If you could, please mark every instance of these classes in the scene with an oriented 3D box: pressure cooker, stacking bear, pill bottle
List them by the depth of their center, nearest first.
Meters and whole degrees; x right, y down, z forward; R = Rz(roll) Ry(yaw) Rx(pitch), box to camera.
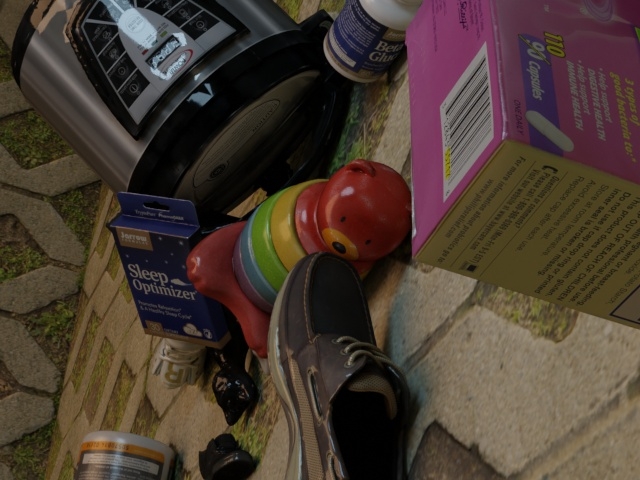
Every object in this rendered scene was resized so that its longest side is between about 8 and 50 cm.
[{"bbox_3d":[0.000,0.000,1.539,0.289,0.175,0.164,-33,11,50],"label":"stacking bear"},{"bbox_3d":[0.078,-0.285,1.657,0.169,0.094,0.094,127,154,-50],"label":"pill bottle"},{"bbox_3d":[-0.182,-0.214,1.880,0.375,0.420,0.370,-32,-17,-44],"label":"pressure cooker"},{"bbox_3d":[-0.342,0.465,2.151,0.162,0.162,0.278,141,143,-61],"label":"pill bottle"}]

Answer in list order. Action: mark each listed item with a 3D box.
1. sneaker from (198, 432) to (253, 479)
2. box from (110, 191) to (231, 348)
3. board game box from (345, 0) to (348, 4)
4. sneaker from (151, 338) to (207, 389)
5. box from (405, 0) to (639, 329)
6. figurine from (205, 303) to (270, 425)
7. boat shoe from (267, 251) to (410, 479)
[{"bbox_3d":[-0.136,0.307,1.841,0.170,0.051,0.089,123,153,-51],"label":"sneaker"},{"bbox_3d":[-0.209,0.042,1.789,0.036,0.136,0.225,-46,-46,-44],"label":"box"},{"bbox_3d":[0.092,-0.357,1.776,0.211,0.039,0.160,125,156,-44],"label":"board game box"},{"bbox_3d":[-0.214,0.174,2.109,0.292,0.108,0.169,-78,5,-80],"label":"sneaker"},{"bbox_3d":[0.189,-0.068,0.845,0.117,0.243,0.213,125,156,-44],"label":"box"},{"bbox_3d":[-0.100,0.126,1.866,0.215,0.092,0.209,124,148,-43],"label":"figurine"},{"bbox_3d":[0.036,0.165,1.338,0.130,0.132,0.355,-35,51,43],"label":"boat shoe"}]
